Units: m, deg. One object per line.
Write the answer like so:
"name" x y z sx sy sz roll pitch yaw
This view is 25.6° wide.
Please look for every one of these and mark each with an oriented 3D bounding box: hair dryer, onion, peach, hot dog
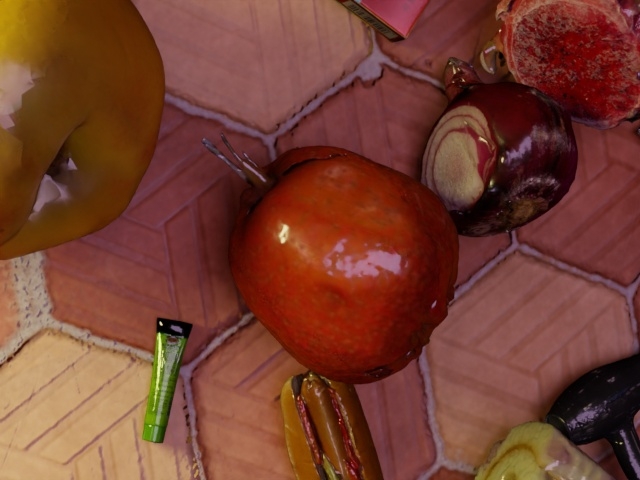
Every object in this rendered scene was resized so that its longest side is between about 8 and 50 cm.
"hair dryer" 0.364 0.227 1.523 0.195 0.075 0.219 -26 83 -25
"onion" 0.184 -0.101 1.446 0.135 0.173 0.198 16 51 -33
"peach" -0.292 -0.147 1.220 0.289 0.289 0.308 -37 63 -14
"hot dog" 0.023 0.242 1.435 0.092 0.062 0.235 -23 99 -20

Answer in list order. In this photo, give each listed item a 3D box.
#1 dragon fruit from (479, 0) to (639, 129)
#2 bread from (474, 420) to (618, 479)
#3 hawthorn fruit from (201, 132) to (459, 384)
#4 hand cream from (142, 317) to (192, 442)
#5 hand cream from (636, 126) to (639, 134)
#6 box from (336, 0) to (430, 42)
"dragon fruit" 0.270 -0.217 1.424 0.147 0.211 0.282 -41 133 -23
"bread" 0.296 0.361 1.480 0.338 0.155 0.187 39 69 -14
"hawthorn fruit" 0.000 0.000 1.352 0.299 0.211 0.211 39 80 -8
"hand cream" -0.155 0.139 1.392 0.036 0.023 0.122 11 87 -7
"hand cream" 0.461 -0.187 1.577 0.084 0.050 0.257 44 85 -13
"box" 0.041 -0.296 1.433 0.175 0.048 0.112 36 82 -16
